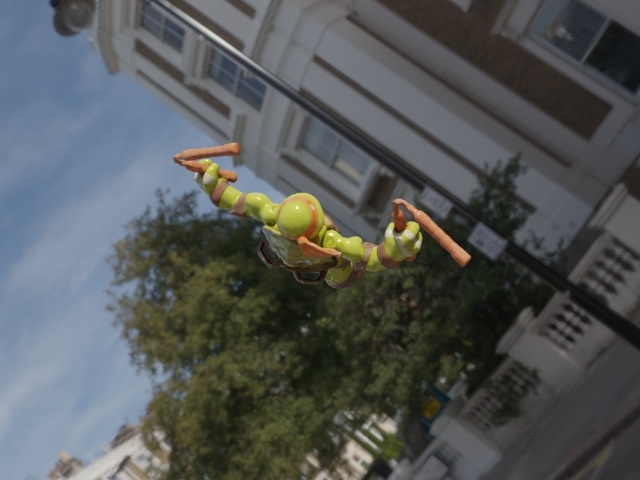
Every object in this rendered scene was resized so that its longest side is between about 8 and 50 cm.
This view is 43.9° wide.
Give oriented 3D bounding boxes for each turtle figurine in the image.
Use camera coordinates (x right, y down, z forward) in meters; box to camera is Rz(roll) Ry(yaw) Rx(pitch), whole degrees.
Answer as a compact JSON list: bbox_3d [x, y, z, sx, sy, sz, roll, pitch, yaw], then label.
[{"bbox_3d":[0.000,0.000,0.737,0.217,0.269,0.087,56,-128,-78],"label":"turtle figurine"}]
